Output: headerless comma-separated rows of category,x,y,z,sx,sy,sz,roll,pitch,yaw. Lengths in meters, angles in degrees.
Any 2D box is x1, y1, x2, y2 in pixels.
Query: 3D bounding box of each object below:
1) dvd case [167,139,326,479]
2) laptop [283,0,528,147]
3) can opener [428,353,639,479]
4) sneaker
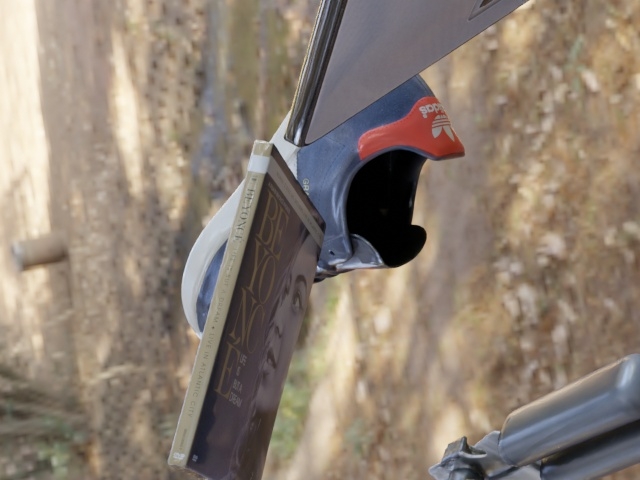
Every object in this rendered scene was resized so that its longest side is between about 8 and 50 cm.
dvd case,-0.044,0.063,0.895,0.164,0.018,0.221,56,-134,-67
laptop,0.236,-0.154,0.471,0.236,0.408,0.382,48,155,14
can opener,0.163,0.162,0.922,0.280,0.074,0.093,-45,20,52
sneaker,0.000,0.000,1.129,0.148,0.131,0.350,49,128,21
